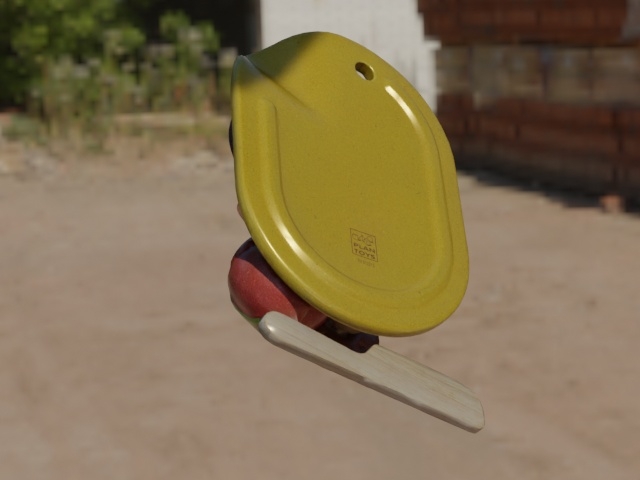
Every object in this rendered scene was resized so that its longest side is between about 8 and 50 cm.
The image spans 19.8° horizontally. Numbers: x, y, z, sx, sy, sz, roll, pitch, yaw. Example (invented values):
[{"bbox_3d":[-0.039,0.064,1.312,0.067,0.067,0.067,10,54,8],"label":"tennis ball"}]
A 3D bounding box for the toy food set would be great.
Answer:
[{"bbox_3d":[0.000,0.000,0.871,0.128,0.218,0.071,20,-44,-26],"label":"toy food set"}]
